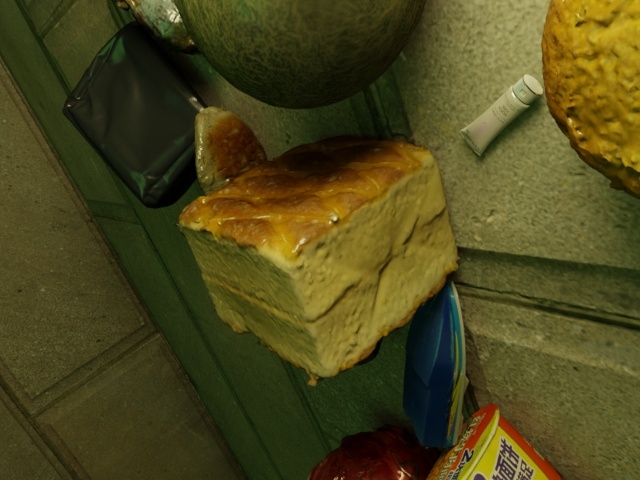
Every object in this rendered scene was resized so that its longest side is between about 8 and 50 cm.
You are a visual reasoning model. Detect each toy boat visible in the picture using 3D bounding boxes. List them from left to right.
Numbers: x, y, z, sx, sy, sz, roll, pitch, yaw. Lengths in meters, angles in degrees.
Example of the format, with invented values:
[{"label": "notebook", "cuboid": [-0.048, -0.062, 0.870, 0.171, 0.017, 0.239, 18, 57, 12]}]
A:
[{"label": "toy boat", "cuboid": [0.188, 0.185, 0.814, 0.129, 0.088, 0.295, -117, 21, -56]}]

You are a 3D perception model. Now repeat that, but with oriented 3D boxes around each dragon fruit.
[{"label": "dragon fruit", "cuboid": [0.123, 0.546, 1.103, 0.295, 0.302, 0.295, 28, 123, 54]}]

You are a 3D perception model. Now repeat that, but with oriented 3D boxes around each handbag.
[{"label": "handbag", "cuboid": [-0.339, -0.258, 1.074, 0.302, 0.275, 0.178, 48, -165, 8]}]

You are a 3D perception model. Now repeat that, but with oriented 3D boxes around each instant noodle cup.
[{"label": "instant noodle cup", "cuboid": [0.276, 0.391, 0.801, 0.174, 0.213, 0.213, 38, 148, 11]}]

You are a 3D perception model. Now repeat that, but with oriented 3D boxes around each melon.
[{"label": "melon", "cuboid": [-0.015, -0.280, 0.470, 0.248, 0.248, 0.329, 38, 141, 28]}]

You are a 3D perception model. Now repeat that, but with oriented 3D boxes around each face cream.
[{"label": "face cream", "cuboid": [0.190, -0.132, 0.555, 0.038, 0.020, 0.115, 51, 153, 5]}]

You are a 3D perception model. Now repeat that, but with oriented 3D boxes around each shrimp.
[{"label": "shrimp", "cuboid": [-0.291, -0.458, 0.829, 0.172, 0.137, 0.372, -39, 95, 24]}]

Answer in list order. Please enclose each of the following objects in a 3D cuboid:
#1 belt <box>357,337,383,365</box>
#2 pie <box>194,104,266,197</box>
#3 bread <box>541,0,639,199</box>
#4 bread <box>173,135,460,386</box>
[{"label": "belt", "cuboid": [0.014, 0.130, 0.958, 0.230, 0.139, 0.126, 37, 145, 25]}, {"label": "pie", "cuboid": [-0.164, -0.142, 0.928, 0.079, 0.163, 0.193, 1, 130, 32]}, {"label": "bread", "cuboid": [0.263, -0.129, 0.329, 0.240, 0.139, 0.240, 36, 145, 30]}, {"label": "bread", "cuboid": [0.000, 0.000, 0.707, 0.279, 0.279, 0.207, 17, 132, 51]}]
